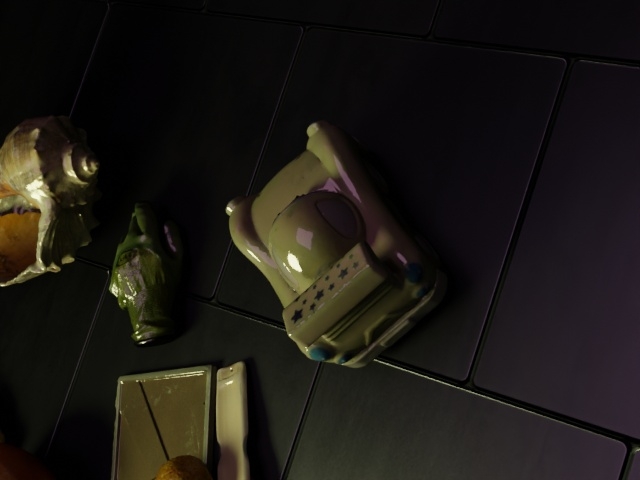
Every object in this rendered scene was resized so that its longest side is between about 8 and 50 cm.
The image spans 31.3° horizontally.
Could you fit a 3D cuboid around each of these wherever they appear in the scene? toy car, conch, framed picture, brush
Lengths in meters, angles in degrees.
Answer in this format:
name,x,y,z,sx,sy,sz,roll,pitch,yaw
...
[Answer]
name,x,y,z,sx,sy,sz,roll,pitch,yaw
toy car,0.000,0.000,1.678,0.242,0.226,0.336,-42,57,17
conch,-0.506,-0.058,2.073,0.352,0.210,0.297,-26,60,49
framed picture,-0.261,0.357,1.875,0.213,0.016,0.289,-11,69,32
brush,-0.125,0.344,1.772,0.060,0.050,0.321,-23,56,30

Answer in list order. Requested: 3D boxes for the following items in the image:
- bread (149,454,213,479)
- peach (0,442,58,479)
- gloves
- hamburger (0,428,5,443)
name,x,y,z,sx,sy,sz,roll,pitch,yaw
bread,-0.278,0.481,1.782,0.344,0.084,0.124,-55,51,14
peach,-0.545,0.466,1.906,0.252,0.252,0.253,-11,69,31
gloves,-0.296,0.052,1.948,0.135,0.107,0.268,-11,63,-1
hamburger,-0.634,0.363,2.085,0.137,0.087,0.166,-49,56,11
